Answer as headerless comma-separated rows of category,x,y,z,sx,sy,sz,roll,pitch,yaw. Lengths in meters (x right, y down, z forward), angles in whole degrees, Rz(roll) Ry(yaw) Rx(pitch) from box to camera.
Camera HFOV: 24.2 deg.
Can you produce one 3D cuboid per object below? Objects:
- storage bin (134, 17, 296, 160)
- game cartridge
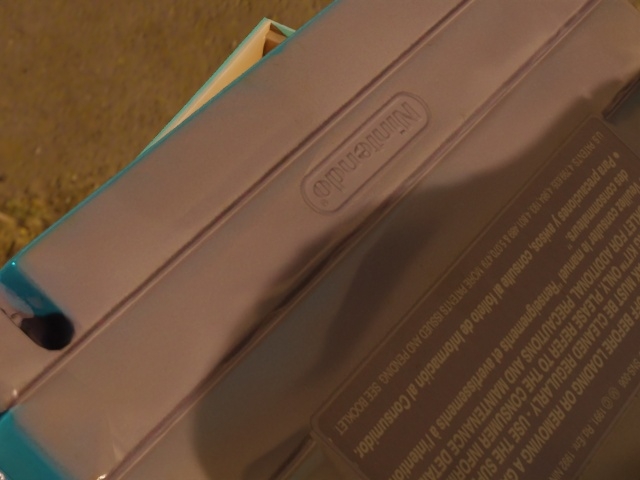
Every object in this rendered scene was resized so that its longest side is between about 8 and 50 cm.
storage bin,0.000,0.000,1.109,0.260,0.262,0.123,25,142,17
game cartridge,0.049,0.021,0.566,0.230,0.355,0.068,48,141,-1
